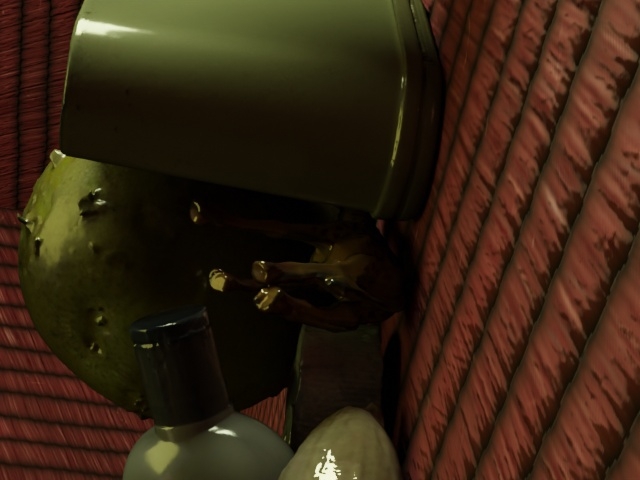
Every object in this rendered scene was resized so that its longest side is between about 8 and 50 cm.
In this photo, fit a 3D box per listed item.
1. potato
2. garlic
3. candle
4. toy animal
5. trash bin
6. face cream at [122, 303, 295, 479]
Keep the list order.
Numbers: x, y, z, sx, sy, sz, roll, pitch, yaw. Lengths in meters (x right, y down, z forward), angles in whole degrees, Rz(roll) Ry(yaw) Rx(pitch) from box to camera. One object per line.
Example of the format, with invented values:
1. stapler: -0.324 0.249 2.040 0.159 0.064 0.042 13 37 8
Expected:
1. potato: -0.080 0.000 1.205 0.359 0.219 0.270 -33 -77 -55
2. garlic: 0.010 0.187 0.873 0.101 0.087 0.196 76 -164 -70
3. candle: 0.005 0.151 1.039 0.192 0.068 0.168 101 174 -66
4. toy animal: 0.009 0.004 1.017 0.275 0.149 0.054 -25 -43 -62
5. trash bin: -0.048 -0.118 1.035 0.243 0.247 0.121 -90 11 -63
6. face cream: -0.064 0.187 0.963 0.071 0.144 0.291 -28 -71 -59
